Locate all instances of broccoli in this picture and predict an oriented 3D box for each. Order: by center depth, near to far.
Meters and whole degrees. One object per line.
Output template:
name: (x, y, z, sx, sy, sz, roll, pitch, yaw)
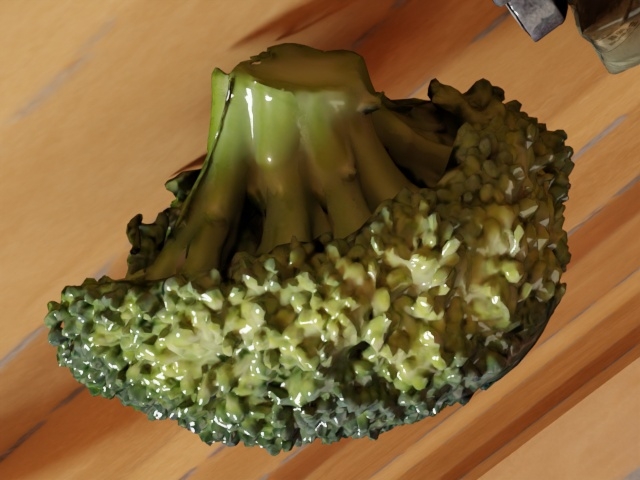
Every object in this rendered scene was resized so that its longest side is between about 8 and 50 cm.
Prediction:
broccoli: (-0.001, 0.003, 0.882, 0.198, 0.226, 0.176, -135, -120, -69)

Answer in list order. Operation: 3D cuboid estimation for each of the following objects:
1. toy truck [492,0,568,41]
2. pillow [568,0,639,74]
toy truck: (0.073, -0.150, 0.656, 0.110, 0.116, 0.216, -35, 173, 8)
pillow: (0.235, -0.171, 1.058, 0.229, 0.050, 0.148, -36, 172, 7)
